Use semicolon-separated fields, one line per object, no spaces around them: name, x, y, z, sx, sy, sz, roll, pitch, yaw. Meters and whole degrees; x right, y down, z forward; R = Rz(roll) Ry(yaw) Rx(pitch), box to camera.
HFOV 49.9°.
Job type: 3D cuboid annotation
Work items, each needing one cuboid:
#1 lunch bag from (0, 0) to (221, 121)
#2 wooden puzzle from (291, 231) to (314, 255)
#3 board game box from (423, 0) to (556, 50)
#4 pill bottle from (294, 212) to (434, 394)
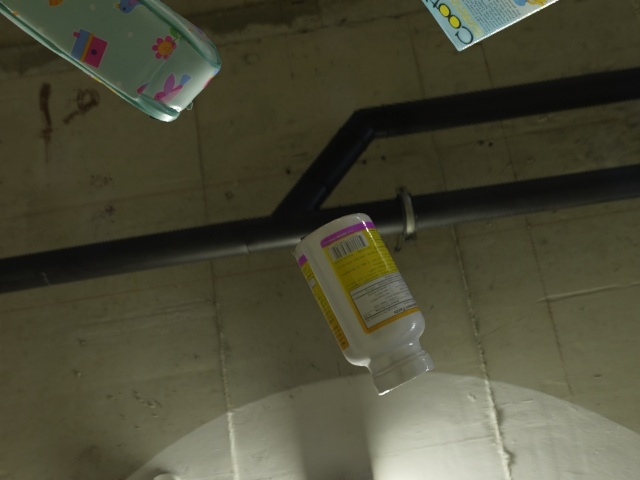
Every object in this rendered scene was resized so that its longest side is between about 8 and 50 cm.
lunch bag;-0.244;-0.254;0.768;0.279;0.224;0.108;36;-81;-26
wooden puzzle;0.000;0.000;0.906;0.083;0.049;0.006;-23;-62;4
board game box;0.214;-0.326;0.719;0.142;0.275;0.144;-42;-78;-9
pill bottle;0.023;0.031;0.339;0.043;0.043;0.083;-26;-103;-4
